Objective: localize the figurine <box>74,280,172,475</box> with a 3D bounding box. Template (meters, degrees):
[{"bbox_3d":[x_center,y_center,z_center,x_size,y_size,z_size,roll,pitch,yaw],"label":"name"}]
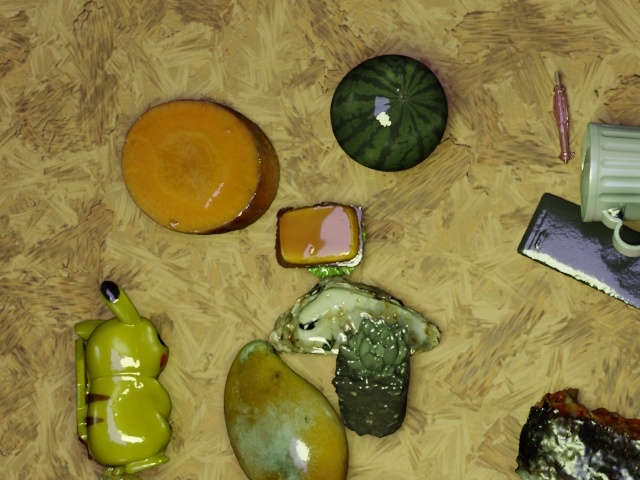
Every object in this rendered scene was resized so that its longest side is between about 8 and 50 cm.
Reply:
[{"bbox_3d":[-0.359,0.256,1.955,0.169,0.218,0.327,6,72,-28],"label":"figurine"}]

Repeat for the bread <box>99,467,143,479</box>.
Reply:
[{"bbox_3d":[-0.351,0.458,1.975,0.110,0.060,0.066,28,59,13],"label":"bread"}]

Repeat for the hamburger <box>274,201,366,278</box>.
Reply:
[{"bbox_3d":[0.000,0.000,1.951,0.165,0.087,0.137,0,83,13],"label":"hamburger"}]

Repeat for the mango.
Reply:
[{"bbox_3d":[-0.069,0.322,1.891,0.192,0.146,0.316,-33,73,8],"label":"mango"}]

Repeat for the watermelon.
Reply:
[{"bbox_3d":[0.119,-0.220,1.897,0.212,0.212,0.212,-2,82,12],"label":"watermelon"}]

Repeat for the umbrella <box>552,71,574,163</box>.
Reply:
[{"bbox_3d":[0.427,-0.217,1.925,0.027,0.025,0.165,-3,84,-8],"label":"umbrella"}]

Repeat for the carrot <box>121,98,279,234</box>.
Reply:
[{"bbox_3d":[-0.230,-0.139,2.014,0.307,0.100,0.258,30,86,16],"label":"carrot"}]

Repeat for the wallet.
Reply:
[{"bbox_3d":[0.474,0.017,1.881,0.244,0.025,0.124,26,85,16],"label":"wallet"}]

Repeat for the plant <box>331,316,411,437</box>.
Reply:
[{"bbox_3d":[0.087,0.230,1.846,0.132,0.129,0.195,0,118,4],"label":"plant"}]

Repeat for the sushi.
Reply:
[{"bbox_3d":[0.484,0.372,1.744,0.343,0.196,0.182,22,93,14],"label":"sushi"}]

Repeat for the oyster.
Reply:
[{"bbox_3d":[0.065,0.151,1.927,0.294,0.094,0.166,15,104,4],"label":"oyster"}]

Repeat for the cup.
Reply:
[{"bbox_3d":[0.539,-0.084,1.818,0.202,0.167,0.221,3,92,9],"label":"cup"}]
